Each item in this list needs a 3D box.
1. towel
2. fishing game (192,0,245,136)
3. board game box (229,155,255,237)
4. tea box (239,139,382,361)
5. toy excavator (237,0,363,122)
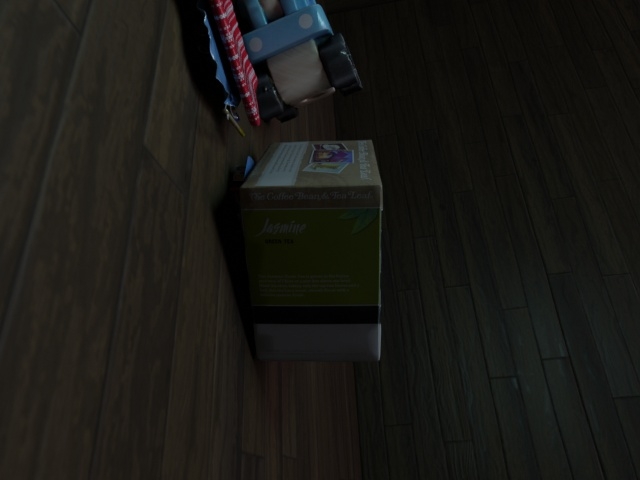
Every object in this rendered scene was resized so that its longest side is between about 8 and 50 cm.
[{"bbox_3d":[-0.148,-0.350,0.799,0.199,0.031,0.275,-104,179,-53],"label":"towel"},{"bbox_3d":[-0.171,-0.303,0.780,0.189,0.041,0.264,-71,148,-88],"label":"fishing game"},{"bbox_3d":[-0.134,-0.059,0.841,0.133,0.033,0.168,82,8,-51],"label":"board game box"},{"bbox_3d":[0.000,0.000,0.909,0.329,0.220,0.323,-82,171,-67],"label":"tea box"},{"bbox_3d":[-0.103,-0.490,0.980,0.433,0.222,0.445,-58,126,-76],"label":"toy excavator"}]
